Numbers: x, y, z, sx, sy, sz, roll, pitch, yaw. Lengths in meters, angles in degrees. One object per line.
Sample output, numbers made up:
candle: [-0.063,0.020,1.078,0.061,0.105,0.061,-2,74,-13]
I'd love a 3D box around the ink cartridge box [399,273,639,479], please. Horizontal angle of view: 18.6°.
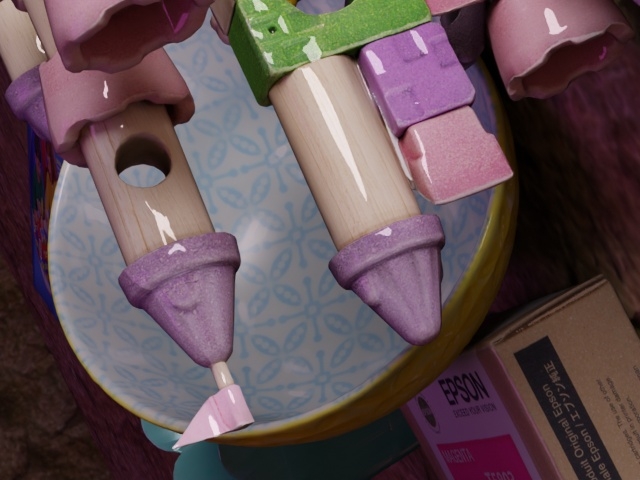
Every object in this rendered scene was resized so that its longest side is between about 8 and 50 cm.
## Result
ink cartridge box: [0.143,0.137,1.189,0.193,0.088,0.235,61,165,2]

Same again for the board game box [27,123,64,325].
board game box: [-0.214,-0.026,1.877,0.347,0.078,0.233,-142,50,-68]

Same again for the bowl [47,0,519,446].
bowl: [0.000,0.000,1.169,0.289,0.289,0.156,52,-173,34]

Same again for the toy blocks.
toy blocks: [0.011,-0.068,0.904,0.260,0.288,0.309,65,162,13]

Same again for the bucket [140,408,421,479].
bucket: [-0.047,0.094,1.547,0.281,0.183,0.281,54,161,28]
